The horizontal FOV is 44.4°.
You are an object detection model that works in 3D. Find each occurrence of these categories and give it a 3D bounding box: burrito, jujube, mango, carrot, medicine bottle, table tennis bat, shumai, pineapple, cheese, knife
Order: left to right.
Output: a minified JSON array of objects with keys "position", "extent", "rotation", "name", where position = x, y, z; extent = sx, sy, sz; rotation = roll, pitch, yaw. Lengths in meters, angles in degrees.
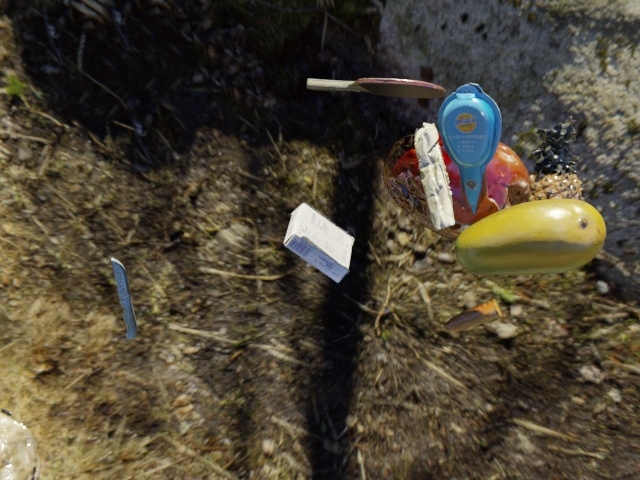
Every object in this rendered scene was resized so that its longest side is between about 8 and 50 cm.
[{"position":[-0.352,0.259,0.821],"extent":[0.146,0.116,0.145],"rotation":[-10,41,9],"name":"shumai"},{"position":[-0.409,0.125,1.643],"extent":[0.028,0.015,0.210],"rotation":[-4,122,-3],"name":"knife"},{"position":[0.000,0.000,1.944],"extent":[0.171,0.201,0.052],"rotation":[35,113,-11],"name":"medicine bottle"},{"position":[0.117,-0.324,1.672],"extent":[0.301,0.173,0.022],"rotation":[7,93,19],"name":"table tennis bat"},{"position":[0.189,-0.107,1.307],"extent":[0.045,0.041,0.185],"rotation":[-18,78,29],"name":"burrito"},{"position":[0.277,-0.120,1.626],"extent":[0.318,0.223,0.223],"rotation":[26,87,44],"name":"jujube"},{"position":[0.255,-0.140,1.327],"extent":[0.106,0.037,0.256],"rotation":[4,117,25],"name":"cheese"},{"position":[0.350,0.179,1.819],"extent":[0.139,0.048,0.048],"rotation":[-25,83,23],"name":"carrot"},{"position":[0.330,-0.003,1.267],"extent":[0.251,0.156,0.114],"rotation":[-4,82,33],"name":"mango"},{"position":[0.554,-0.154,1.856],"extent":[0.158,0.158,0.278],"rotation":[1,105,5],"name":"pineapple"}]
